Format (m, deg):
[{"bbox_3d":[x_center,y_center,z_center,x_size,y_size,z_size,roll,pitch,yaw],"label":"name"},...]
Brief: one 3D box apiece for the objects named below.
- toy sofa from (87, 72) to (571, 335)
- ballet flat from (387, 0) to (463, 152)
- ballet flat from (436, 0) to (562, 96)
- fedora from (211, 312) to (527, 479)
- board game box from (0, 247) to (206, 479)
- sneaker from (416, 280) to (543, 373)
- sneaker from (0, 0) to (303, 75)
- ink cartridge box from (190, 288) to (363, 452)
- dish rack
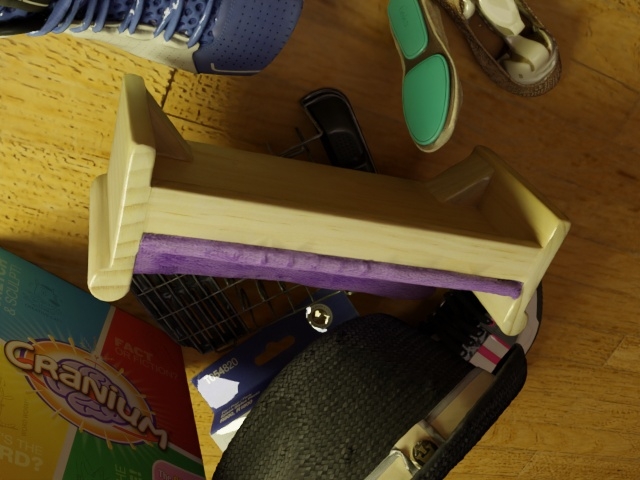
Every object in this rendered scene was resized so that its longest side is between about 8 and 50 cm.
[{"bbox_3d":[0.000,0.000,0.554,0.362,0.150,0.177,8,118,-23],"label":"toy sofa"},{"bbox_3d":[0.099,-0.149,0.580,0.052,0.168,0.057,14,151,-41],"label":"ballet flat"},{"bbox_3d":[0.176,-0.193,0.628,0.206,0.067,0.073,31,107,-33],"label":"ballet flat"},{"bbox_3d":[0.024,0.181,0.587,0.334,0.152,0.334,-41,159,-19],"label":"fedora"},{"bbox_3d":[-0.213,0.158,0.568,0.064,0.316,0.242,-45,126,12],"label":"board game box"},{"bbox_3d":[0.144,0.123,0.801,0.178,0.124,0.295,-12,127,-23],"label":"sneaker"},{"bbox_3d":[-0.158,-0.177,0.449,0.315,0.182,0.127,16,117,-28],"label":"sneaker"},{"bbox_3d":[-0.008,0.195,0.751,0.223,0.045,0.224,-36,91,13],"label":"ink cartridge box"},{"bbox_3d":[-0.057,-0.003,0.673,0.271,0.074,0.208,-26,126,0],"label":"dish rack"}]
